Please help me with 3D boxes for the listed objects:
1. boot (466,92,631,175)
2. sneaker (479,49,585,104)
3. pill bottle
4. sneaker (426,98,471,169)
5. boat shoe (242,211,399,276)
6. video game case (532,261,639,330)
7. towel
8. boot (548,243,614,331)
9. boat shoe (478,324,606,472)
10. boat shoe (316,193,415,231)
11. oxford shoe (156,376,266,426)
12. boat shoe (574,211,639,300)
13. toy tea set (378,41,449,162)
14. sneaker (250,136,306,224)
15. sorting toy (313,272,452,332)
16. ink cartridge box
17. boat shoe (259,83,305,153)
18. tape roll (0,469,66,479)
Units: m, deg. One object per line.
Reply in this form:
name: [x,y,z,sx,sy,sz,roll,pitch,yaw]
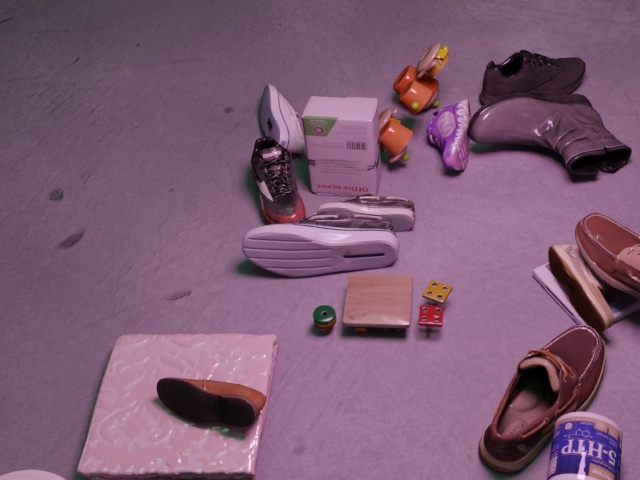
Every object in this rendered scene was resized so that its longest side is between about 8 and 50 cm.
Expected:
boot: [0.529,-0.237,1.915,0.338,0.118,0.223,-11,46,-11]
sneaker: [0.542,-0.423,2.102,0.286,0.130,0.109,-18,44,-10]
pill bottle: [0.426,0.385,1.350,0.112,0.112,0.187,8,48,16]
sneaker: [0.305,-0.250,2.003,0.104,0.095,0.236,-2,41,16]
boat shoe: [0.000,0.000,1.798,0.335,0.121,0.119,2,38,-4]
video game case: [0.565,0.083,1.682,0.201,0.023,0.183,-23,48,-14]
towel: [-0.258,0.308,1.566,0.331,0.053,0.317,-1,47,7]
boot: [0.563,0.073,1.627,0.165,0.077,0.213,-14,46,-7]
boat shoe: [0.401,0.254,1.470,0.123,0.123,0.342,33,58,33]
boat shoe: [0.102,-0.065,1.862,0.219,0.078,0.070,4,47,1]
oxford shoe: [-0.198,0.285,1.509,0.212,0.076,0.076,9,19,21]
boat shoe: [0.612,0.048,1.527,0.123,0.116,0.324,-32,60,-25]
toy tea set: [0.232,-0.315,2.041,0.124,0.200,0.336,34,68,-14]
sneaker: [-0.102,-0.138,1.917,0.097,0.135,0.276,-14,47,-8]
sorting toy: [0.128,0.131,1.683,0.274,0.046,0.132,0,46,9]
ink cartridge box: [0.053,-0.214,1.910,0.160,0.219,0.093,5,44,12]
boat shoe: [-0.097,-0.303,2.120,0.084,0.095,0.258,8,44,-24]
tape roll: [-0.465,0.512,1.317,0.246,0.169,0.246,-4,45,4]
